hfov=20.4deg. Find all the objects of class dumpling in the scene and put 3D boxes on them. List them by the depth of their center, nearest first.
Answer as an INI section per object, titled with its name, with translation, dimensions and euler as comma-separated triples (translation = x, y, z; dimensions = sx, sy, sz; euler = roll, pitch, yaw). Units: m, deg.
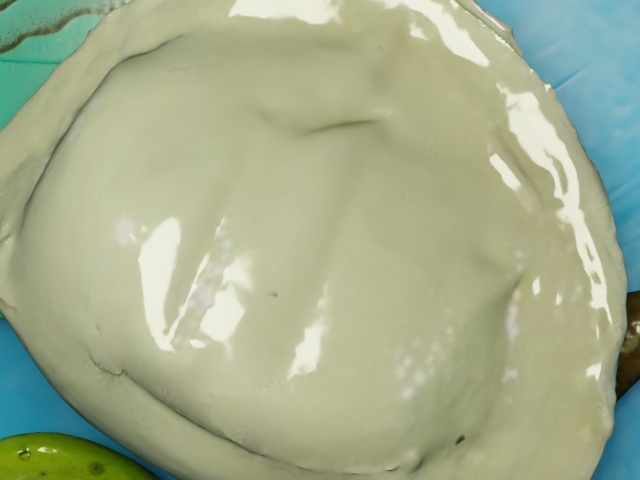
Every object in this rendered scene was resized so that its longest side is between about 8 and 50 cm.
[dumpling]
translation = 0.000, 0.000, 0.996
dimensions = 0.395, 0.233, 0.316
euler = 34, 99, 8

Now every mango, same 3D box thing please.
[mango]
translation = -0.144, 0.182, 1.105
dimensions = 0.178, 0.100, 0.119
euler = 23, 136, 0

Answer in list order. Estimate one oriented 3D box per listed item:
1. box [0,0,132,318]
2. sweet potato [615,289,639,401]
[box]
translation = -0.190, -0.064, 1.122
dimensions = 0.160, 0.042, 0.226
euler = 3, 95, 8
[sweet potato]
translation = 0.121, 0.128, 1.071
dimensions = 0.075, 0.075, 0.273
euler = 39, 95, 5
